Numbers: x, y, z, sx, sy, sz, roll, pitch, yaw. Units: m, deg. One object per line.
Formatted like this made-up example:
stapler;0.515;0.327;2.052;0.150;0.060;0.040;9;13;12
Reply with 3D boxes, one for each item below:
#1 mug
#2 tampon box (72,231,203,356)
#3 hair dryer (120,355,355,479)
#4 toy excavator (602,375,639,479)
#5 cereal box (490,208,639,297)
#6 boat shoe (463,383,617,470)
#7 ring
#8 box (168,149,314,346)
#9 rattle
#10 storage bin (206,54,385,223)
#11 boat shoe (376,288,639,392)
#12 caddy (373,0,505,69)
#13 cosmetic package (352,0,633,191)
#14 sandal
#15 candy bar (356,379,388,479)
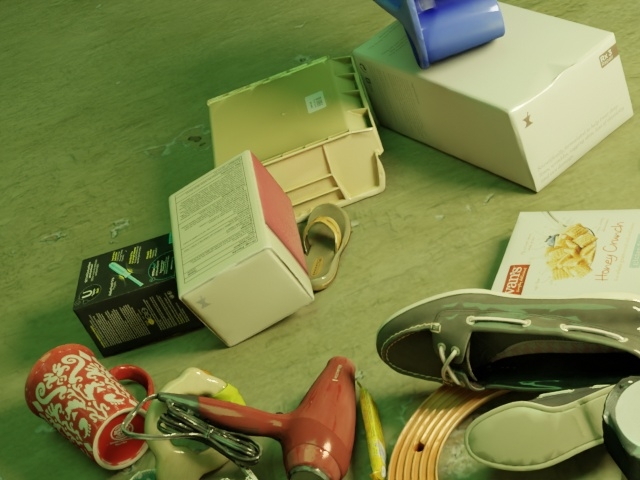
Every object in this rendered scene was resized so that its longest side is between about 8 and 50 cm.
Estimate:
mug;-0.289;0.211;1.588;0.150;0.113;0.169;-40;42;-19
tampon box;-0.262;0.077;1.748;0.161;0.101;0.120;-17;35;11
hair dryer;-0.063;0.213;1.414;0.293;0.080;0.223;-22;58;-33
toy excavator;0.508;0.259;0.989;0.445;0.222;0.433;-18;43;-2
cereal box;0.347;0.030;1.506;0.240;0.047;0.173;-1;41;29
boat shoe;0.259;0.200;1.295;0.206;0.075;0.065;-18;-8;18
ring;0.236;0.244;1.311;0.336;0.032;0.336;-15;37;11
box;-0.116;0.008;1.700;0.149;0.127;0.232;-29;39;13
rattle;-0.189;0.255;1.509;0.143;0.130;0.199;16;77;56
storage bin;-0.040;-0.156;1.905;0.260;0.123;0.262;-20;35;6
boat shoe;0.217;0.122;1.357;0.335;0.112;0.095;-6;34;18
caddy;0.144;-0.401;1.754;0.179;0.241;0.341;-16;37;4
cosmetic package;0.254;-0.241;1.821;0.217;0.156;0.385;-36;38;-16
sandal;0.000;0.000;1.742;0.072;0.049;0.180;-9;38;20
candy bar;0.063;0.231;1.418;0.018;0.040;0.161;-22;36;11
